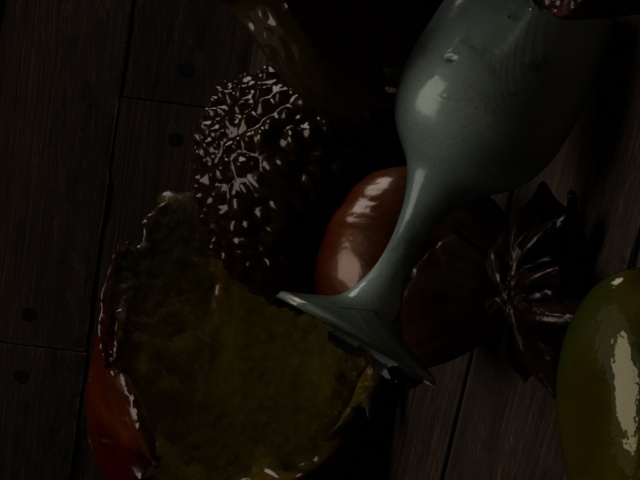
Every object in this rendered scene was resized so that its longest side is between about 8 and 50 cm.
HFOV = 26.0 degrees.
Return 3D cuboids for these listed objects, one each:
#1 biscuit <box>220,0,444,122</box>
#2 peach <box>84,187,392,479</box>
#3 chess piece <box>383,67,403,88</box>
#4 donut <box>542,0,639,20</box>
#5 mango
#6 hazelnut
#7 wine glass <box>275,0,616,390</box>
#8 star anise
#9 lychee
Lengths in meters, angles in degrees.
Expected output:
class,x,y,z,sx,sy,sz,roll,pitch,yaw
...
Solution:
class,x,y,z,sx,sy,sz,roll,pitch,yaw
biscuit,-0.017,-0.259,1.153,0.076,0.394,0.368,-35,81,28
peach,-0.095,0.136,1.574,0.353,0.339,0.416,-117,40,-70
chess piece,0.071,-0.303,1.478,0.182,0.182,0.330,110,159,-49
donut,0.205,-0.194,0.756,0.217,0.141,0.085,120,145,-65
mango,0.187,0.110,0.796,0.122,0.086,0.191,159,108,-67
hazelnut,0.085,0.032,1.191,0.182,0.182,0.182,-173,90,-79
wine glass,0.097,-0.053,1.004,0.321,0.143,0.143,-60,9,-7
star anise,0.161,0.041,1.031,0.168,0.057,0.167,-171,90,-78
lychee,-0.008,-0.062,1.414,0.267,0.268,0.267,-173,90,-79
